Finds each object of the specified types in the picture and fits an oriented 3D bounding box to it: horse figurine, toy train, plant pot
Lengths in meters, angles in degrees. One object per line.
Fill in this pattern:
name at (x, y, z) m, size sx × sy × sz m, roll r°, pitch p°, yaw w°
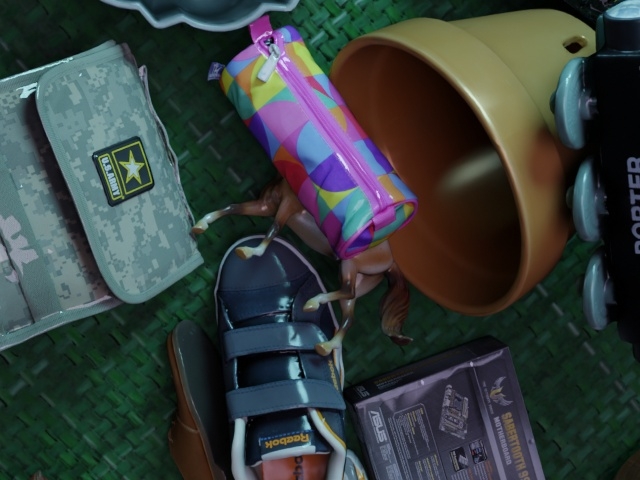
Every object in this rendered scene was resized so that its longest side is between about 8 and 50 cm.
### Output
horse figurine at (0.000, 0.000, 1.164) m, size 0.263 × 0.066 × 0.174 m, roll 43°, pitch 52°, yaw 2°
toy train at (0.300, -0.059, 1.005) m, size 0.190 × 0.142 × 0.333 m, roll -41°, pitch 126°, yaw -46°
plant pot at (0.171, -0.098, 1.137) m, size 0.204 × 0.291 × 0.290 m, roll -28°, pitch 104°, yaw -25°

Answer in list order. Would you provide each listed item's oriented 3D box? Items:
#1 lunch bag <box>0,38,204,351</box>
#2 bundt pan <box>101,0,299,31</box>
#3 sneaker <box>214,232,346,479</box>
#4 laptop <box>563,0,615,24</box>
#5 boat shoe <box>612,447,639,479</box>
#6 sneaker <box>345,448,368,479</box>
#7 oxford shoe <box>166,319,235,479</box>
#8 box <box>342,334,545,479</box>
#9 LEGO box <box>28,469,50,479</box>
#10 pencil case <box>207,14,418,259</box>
lunch bag at (-0.266, -0.038, 1.088) m, size 0.287 × 0.169 × 0.235 m, roll -22°, pitch 103°, yaw -16°
bundt pan at (-0.121, -0.359, 1.095) m, size 0.331 × 0.124 × 0.330 m, roll -2°, pitch 98°, yaw -12°
sneaker at (-0.035, 0.148, 1.160) m, size 0.126 × 0.127 × 0.321 m, roll -12°, pitch 88°, yaw 4°
laptop at (0.241, -0.363, 1.166) m, size 0.264 × 0.136 × 0.234 m, roll 33°, pitch 90°, yaw -13°
boat shoe at (0.385, 0.339, 1.336) m, size 0.342 × 0.123 × 0.123 m, roll -42°, pitch 135°, yaw -10°
sneaker at (0.022, 0.331, 1.254) m, size 0.083 × 0.084 × 0.214 m, roll -3°, pitch 96°, yaw -1°
oxford shoe at (-0.131, 0.188, 1.204) m, size 0.076 × 0.076 × 0.212 m, roll -13°, pitch 91°, yaw 29°
box at (0.145, 0.243, 1.280) m, size 0.183 × 0.056 × 0.231 m, roll -20°, pitch 102°, yaw -11°
LEGO box at (-0.223, 0.545, 1.164) m, size 0.372 × 0.193 × 0.500 m, roll -46°, pitch 105°, yaw -3°
pencil case at (-0.006, -0.097, 1.117) m, size 0.104 × 0.104 × 0.236 m, roll -34°, pitch 79°, yaw -7°
